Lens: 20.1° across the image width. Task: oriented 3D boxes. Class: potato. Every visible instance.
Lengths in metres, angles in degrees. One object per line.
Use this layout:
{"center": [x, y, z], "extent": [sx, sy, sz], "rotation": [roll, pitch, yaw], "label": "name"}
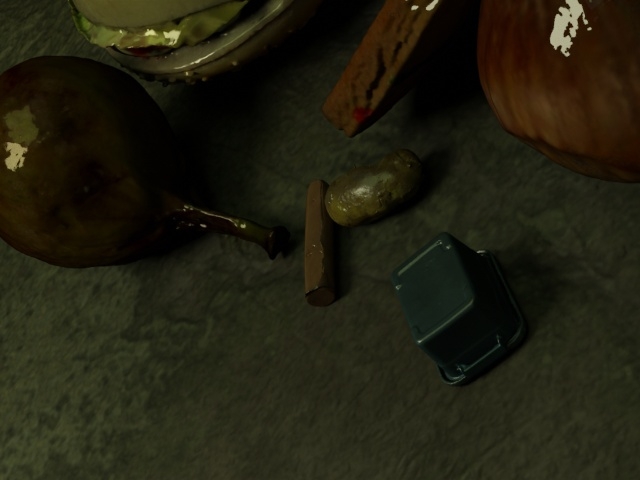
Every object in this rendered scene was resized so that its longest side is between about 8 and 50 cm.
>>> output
{"center": [0.042, -0.039, 1.410], "extent": [0.092, 0.045, 0.046], "rotation": [-24, 11, 27], "label": "potato"}

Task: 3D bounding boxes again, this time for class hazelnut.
{"center": [0.195, -0.142, 1.216], "extent": [0.176, 0.214, 0.214], "rotation": [-32, 35, -20], "label": "hazelnut"}

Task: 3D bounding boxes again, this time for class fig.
{"center": [-0.176, -0.034, 1.532], "extent": [0.190, 0.190, 0.290], "rotation": [-48, 56, 6], "label": "fig"}

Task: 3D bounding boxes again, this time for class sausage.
{"center": [0.000, 0.000, 1.436], "extent": [0.026, 0.026, 0.116], "rotation": [-25, 45, 29], "label": "sausage"}

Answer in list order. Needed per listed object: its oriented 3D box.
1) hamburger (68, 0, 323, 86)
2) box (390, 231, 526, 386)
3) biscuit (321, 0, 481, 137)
{"center": [-0.097, -0.268, 1.603], "extent": [0.300, 0.176, 0.300], "rotation": [-20, 38, 16], "label": "hamburger"}
{"center": [0.094, 0.045, 1.287], "extent": [0.074, 0.054, 0.099], "rotation": [-37, 41, 15], "label": "box"}
{"center": [0.116, -0.210, 1.375], "extent": [0.262, 0.052, 0.277], "rotation": [-50, -3, -31], "label": "biscuit"}
